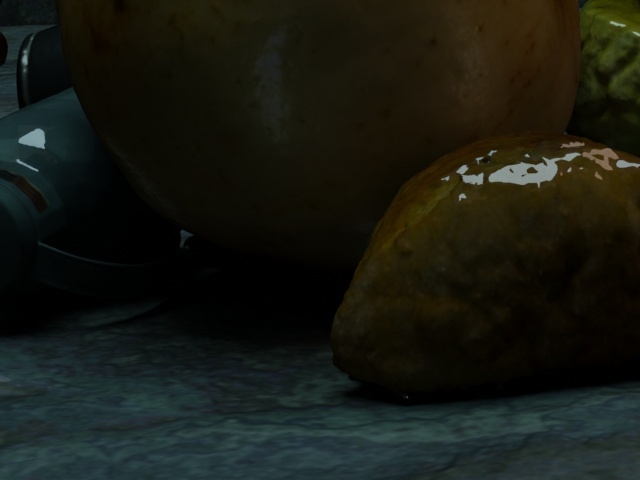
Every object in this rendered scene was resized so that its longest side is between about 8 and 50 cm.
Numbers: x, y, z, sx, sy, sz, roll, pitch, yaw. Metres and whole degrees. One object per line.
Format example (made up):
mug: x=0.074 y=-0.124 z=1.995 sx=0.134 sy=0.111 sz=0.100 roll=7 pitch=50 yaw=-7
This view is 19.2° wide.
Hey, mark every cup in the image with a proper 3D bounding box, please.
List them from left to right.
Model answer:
cup: x=-0.203 y=-0.138 z=1.919 sx=0.176 sy=0.169 sz=0.223 roll=-10 pitch=-23 yaw=7

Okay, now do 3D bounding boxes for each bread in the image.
bread: x=0.131 y=0.002 z=1.110 sx=0.260 sy=0.134 sz=0.129 roll=-4 pitch=22 yaw=-9

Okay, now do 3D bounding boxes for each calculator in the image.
calculator: x=0.000 y=0.000 z=1.445 sx=0.126 sy=0.034 sz=0.190 roll=-13 pitch=15 yaw=-40

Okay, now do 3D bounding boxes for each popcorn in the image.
popcorn: x=0.304 y=-0.112 z=1.393 sx=0.258 sy=0.224 sz=0.270 roll=5 pitch=36 yaw=40

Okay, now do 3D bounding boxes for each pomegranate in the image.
pomegranate: x=0.014 y=-0.175 z=1.296 sx=0.411 sy=0.411 sz=0.411 roll=-4 pitch=12 yaw=1

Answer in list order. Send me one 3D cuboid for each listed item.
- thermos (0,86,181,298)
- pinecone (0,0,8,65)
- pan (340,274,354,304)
thermos: x=-0.180 y=-0.025 z=1.402 sx=0.182 sy=0.145 sz=0.286 roll=25 pitch=21 yaw=8
pinecone: x=-0.468 y=-0.182 z=1.694 sx=0.397 sy=0.398 sz=0.398 roll=-4 pitch=12 yaw=1
pan: x=0.064 y=0.043 z=1.226 sx=0.136 sy=0.028 sz=0.235 roll=-2 pitch=12 yaw=20
